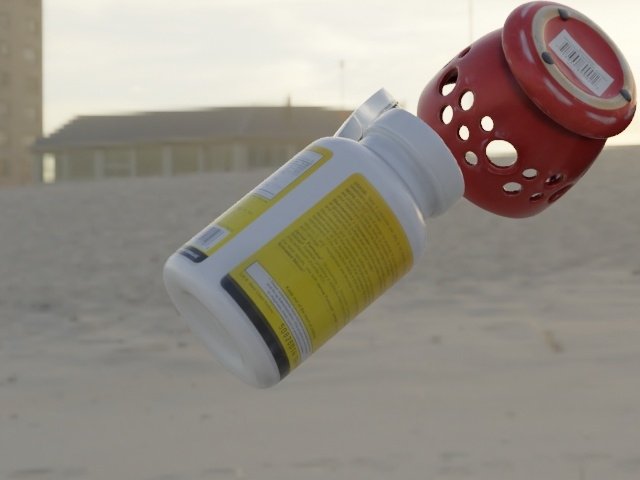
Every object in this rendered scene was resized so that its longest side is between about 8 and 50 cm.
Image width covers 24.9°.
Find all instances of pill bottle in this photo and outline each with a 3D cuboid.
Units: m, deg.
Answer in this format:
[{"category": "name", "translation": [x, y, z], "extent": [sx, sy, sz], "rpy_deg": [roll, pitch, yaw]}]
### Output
[{"category": "pill bottle", "translation": [0.000, 0.000, 0.909], "extent": [0.184, 0.103, 0.103], "rpy_deg": [-39, 11, -17]}]

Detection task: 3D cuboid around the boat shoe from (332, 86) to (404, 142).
[{"category": "boat shoe", "translation": [0.044, -0.075, 1.284], "extent": [0.070, 0.078, 0.219], "rpy_deg": [39, 30, 0]}]

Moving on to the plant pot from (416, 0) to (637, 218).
[{"category": "plant pot", "translation": [0.225, -0.145, 1.529], "extent": [0.191, 0.191, 0.174], "rpy_deg": [1, -31, -38]}]
